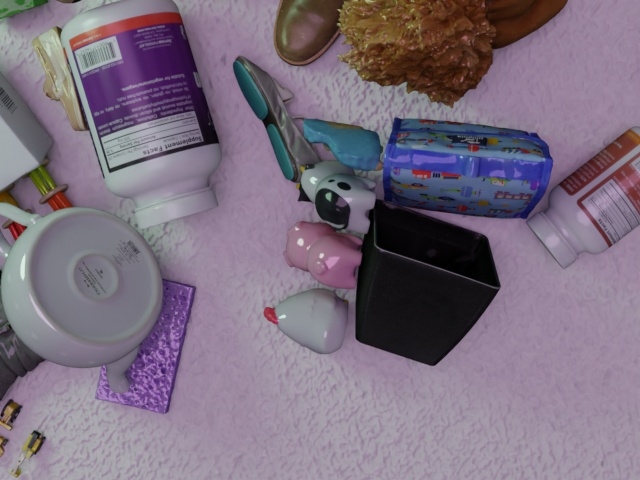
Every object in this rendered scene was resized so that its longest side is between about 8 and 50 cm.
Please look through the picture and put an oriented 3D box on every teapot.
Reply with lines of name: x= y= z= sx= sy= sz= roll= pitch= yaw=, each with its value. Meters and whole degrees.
teapot: x=-0.373 y=0.079 z=1.753 sx=0.252 sy=0.187 sz=0.256 roll=11 pitch=65 yaw=-31

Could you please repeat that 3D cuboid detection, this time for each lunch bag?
lunch bag: x=0.201 y=-0.099 z=1.658 sx=0.221 sy=0.293 sz=0.138 roll=7 pitch=95 yaw=4

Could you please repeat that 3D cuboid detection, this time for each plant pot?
plant pot: x=0.137 y=0.070 z=1.731 sx=0.187 sy=0.188 sz=0.167 roll=19 pitch=114 yaw=-7

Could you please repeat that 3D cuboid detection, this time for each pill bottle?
pill bottle: x=-0.256 y=-0.187 z=1.748 sx=0.181 sy=0.181 sz=0.323 roll=-16 pitch=93 yaw=6
pill bottle: x=0.415 y=-0.059 z=1.730 sx=0.216 sy=0.121 sz=0.121 roll=-38 pitch=90 yaw=7

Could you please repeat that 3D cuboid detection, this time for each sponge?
sponge: x=-0.275 y=0.161 z=1.850 sx=0.117 sy=0.031 sz=0.210 roll=13 pitch=95 yaw=4

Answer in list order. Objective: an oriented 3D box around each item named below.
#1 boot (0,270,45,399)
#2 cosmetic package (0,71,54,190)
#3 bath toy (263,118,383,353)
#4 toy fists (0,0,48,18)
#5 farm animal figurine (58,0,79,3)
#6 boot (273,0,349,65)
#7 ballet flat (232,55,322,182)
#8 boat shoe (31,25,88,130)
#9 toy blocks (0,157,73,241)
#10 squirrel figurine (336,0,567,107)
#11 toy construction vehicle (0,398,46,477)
boot: x=-0.585 y=0.112 z=1.844 sx=0.223 sy=0.118 sz=0.338 roll=-44 pitch=100 yaw=4
cosmetic package: x=-0.565 y=-0.159 z=1.767 sx=0.224 sy=0.138 sz=0.224 roll=-32 pitch=108 yaw=9
bath toy: x=0.000 y=0.000 z=1.755 sx=0.129 sy=0.151 sz=0.348 roll=10 pitch=108 yaw=-3
toy fists: x=-0.558 y=-0.393 z=1.804 sx=0.279 sy=0.096 sz=0.142 roll=-17 pitch=105 yaw=5
farm animal figurine: x=-0.323 y=-0.505 z=1.703 sx=0.327 sy=0.172 sz=0.330 roll=36 pitch=87 yaw=41
boot: x=0.016 y=-0.402 z=1.744 sx=0.112 sy=0.115 sz=0.305 roll=30 pitch=97 yaw=0
ballet flat: x=-0.062 y=-0.191 z=1.797 sx=0.068 sy=0.072 sz=0.213 roll=-27 pitch=92 yaw=-21
boat shoe: x=-0.401 y=-0.243 z=1.819 sx=0.059 sy=0.063 sz=0.170 roll=-19 pitch=83 yaw=9
toy blocks: x=-0.434 y=-0.035 z=1.838 sx=0.123 sy=0.054 sz=0.148 roll=-33 pitch=92 yaw=6
squirrel figurine: x=0.206 y=-0.360 z=1.599 sx=0.281 sy=0.370 sz=0.397 roll=32 pitch=96 yaw=2
toy construction vehicle: x=-0.490 y=0.317 z=1.877 sx=0.086 sy=0.035 sz=0.098 roll=34 pitch=96 yaw=2
